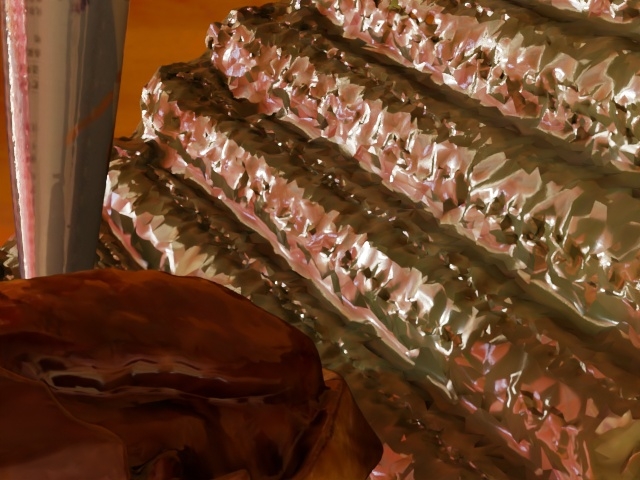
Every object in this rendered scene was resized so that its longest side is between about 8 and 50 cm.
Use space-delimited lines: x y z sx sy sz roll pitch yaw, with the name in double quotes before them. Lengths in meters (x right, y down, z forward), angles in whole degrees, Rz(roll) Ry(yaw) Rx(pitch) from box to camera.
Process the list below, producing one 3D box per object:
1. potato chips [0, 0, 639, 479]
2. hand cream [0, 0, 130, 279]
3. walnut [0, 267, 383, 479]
"potato chips" 0.000 0.000 0.621 0.358 0.070 0.429 -47 35 -6
"hand cream" -0.102 -0.059 0.591 0.088 0.055 0.256 -139 54 -73
"walnut" -0.066 0.065 0.426 0.116 0.207 0.115 -1 89 58
